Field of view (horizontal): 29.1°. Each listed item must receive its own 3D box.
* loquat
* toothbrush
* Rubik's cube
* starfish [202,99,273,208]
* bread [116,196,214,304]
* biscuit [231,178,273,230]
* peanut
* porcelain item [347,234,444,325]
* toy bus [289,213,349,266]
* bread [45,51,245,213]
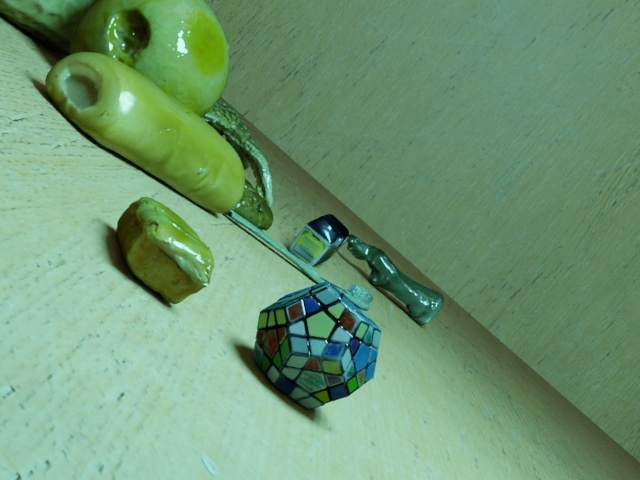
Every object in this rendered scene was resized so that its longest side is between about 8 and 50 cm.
[{"bbox_3d":[-0.220,-0.251,1.647,0.213,0.213,0.213,41,5,-5],"label":"loquat"},{"bbox_3d":[-0.029,0.029,1.712,0.294,0.028,0.026,31,9,-35],"label":"toothbrush"},{"bbox_3d":[-0.003,0.089,1.050,0.111,0.093,0.111,41,3,-3],"label":"Rubik's cube"},{"bbox_3d":[-0.170,-0.174,1.977,0.327,0.094,0.375,42,0,32],"label":"starfish"},{"bbox_3d":[-0.131,0.004,1.031,0.074,0.053,0.132,40,4,-18],"label":"bread"},{"bbox_3d":[-0.150,-0.093,1.739,0.226,0.042,0.226,42,5,-4],"label":"biscuit"},{"bbox_3d":[-0.372,-0.346,1.717,0.153,0.140,0.325,26,-2,20],"label":"peanut"},{"bbox_3d":[0.129,0.065,2.265,0.215,0.069,0.081,41,17,-15],"label":"porcelain item"},{"bbox_3d":[0.000,0.000,1.877,0.057,0.072,0.172,40,7,5],"label":"toy bus"},{"bbox_3d":[-0.197,-0.132,1.486,0.142,0.091,0.305,38,2,33],"label":"bread"}]
